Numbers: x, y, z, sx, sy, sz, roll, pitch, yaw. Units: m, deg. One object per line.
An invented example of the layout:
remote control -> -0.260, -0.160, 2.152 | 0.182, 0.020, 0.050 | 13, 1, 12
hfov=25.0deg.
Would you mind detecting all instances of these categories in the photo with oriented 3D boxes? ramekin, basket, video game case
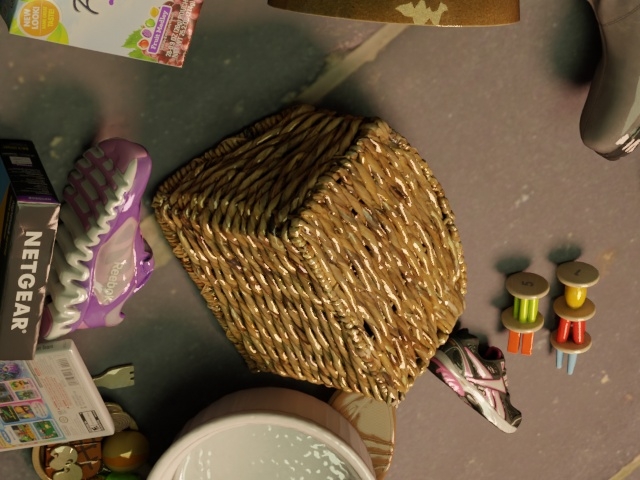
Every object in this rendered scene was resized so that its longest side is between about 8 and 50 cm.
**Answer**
ramekin -> -0.062, 0.301, 1.640 | 0.277, 0.135, 0.277 | 1, 105, 2
basket -> 0.000, 0.000, 1.562 | 0.213, 0.223, 0.299 | -54, 133, -28
video game case -> -0.309, 0.167, 1.532 | 0.143, 0.019, 0.157 | -9, 138, 6

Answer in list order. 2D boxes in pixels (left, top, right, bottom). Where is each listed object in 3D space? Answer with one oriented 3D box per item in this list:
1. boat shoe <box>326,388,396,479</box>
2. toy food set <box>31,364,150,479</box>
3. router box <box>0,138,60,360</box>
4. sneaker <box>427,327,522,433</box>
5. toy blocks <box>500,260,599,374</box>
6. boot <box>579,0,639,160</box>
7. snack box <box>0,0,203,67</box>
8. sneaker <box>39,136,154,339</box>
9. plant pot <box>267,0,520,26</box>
boat shoe -> 0.021, 0.283, 1.761 | 0.105, 0.089, 0.285 | 12, 113, -8
toy food set -> -0.258, 0.237, 1.630 | 0.132, 0.038, 0.192 | -11, 123, -17
router box -> -0.300, 0.009, 1.412 | 0.046, 0.133, 0.179 | 1, 119, -25
sneaker -> 0.205, 0.171, 1.774 | 0.077, 0.072, 0.178 | -49, 132, -2
toy blocks -> 0.278, 0.107, 1.772 | 0.123, 0.054, 0.148 | -12, 124, -17
boot -> 0.291, -0.266, 1.524 | 0.223, 0.118, 0.338 | 14, 103, -26
snack box -> -0.184, -0.277, 1.324 | 0.175, 0.070, 0.207 | 9, 115, -28
sneaker -> -0.214, 0.001, 1.476 | 0.105, 0.095, 0.236 | 7, 122, -32
plant pot -> 0.078, -0.335, 1.324 | 0.237, 0.237, 0.254 | -2, 106, -23
